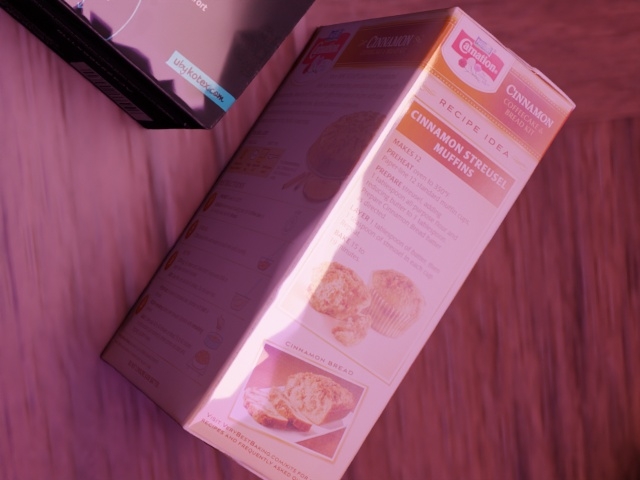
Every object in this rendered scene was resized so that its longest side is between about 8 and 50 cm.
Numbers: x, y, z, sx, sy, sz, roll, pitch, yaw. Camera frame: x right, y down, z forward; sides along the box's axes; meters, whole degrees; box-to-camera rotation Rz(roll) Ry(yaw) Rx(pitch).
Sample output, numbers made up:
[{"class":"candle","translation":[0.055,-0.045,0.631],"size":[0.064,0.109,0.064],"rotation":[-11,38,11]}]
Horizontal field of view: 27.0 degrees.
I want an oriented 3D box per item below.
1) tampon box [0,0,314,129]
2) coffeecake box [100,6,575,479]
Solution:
[{"class":"tampon box","translation":[-0.053,-0.142,0.542],"size":[0.120,0.101,0.161],"rotation":[41,80,-20]},{"class":"coffeecake box","translation":[0.000,0.000,0.554],"size":[0.068,0.142,0.185],"rotation":[35,83,-21]}]
